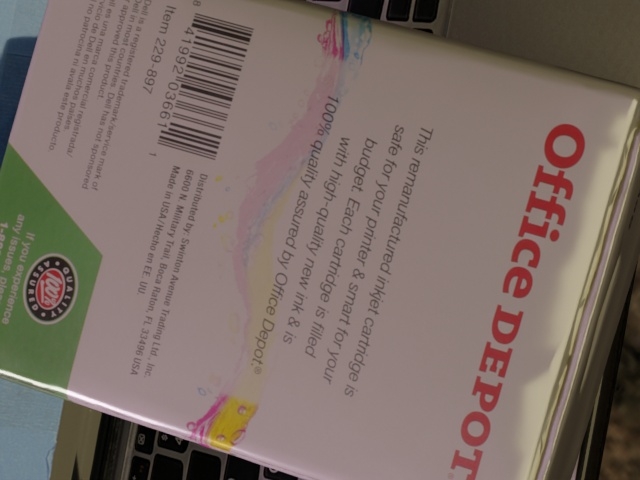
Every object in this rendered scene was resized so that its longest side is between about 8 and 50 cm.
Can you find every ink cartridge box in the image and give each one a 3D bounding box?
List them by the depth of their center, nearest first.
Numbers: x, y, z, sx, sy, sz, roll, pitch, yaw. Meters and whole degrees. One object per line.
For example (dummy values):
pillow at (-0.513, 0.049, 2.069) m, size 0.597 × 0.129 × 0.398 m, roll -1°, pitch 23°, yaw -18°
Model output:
ink cartridge box at (0.000, 0.000, 0.688) m, size 0.212 × 0.093 × 0.154 m, roll 16°, pitch 91°, yaw 17°

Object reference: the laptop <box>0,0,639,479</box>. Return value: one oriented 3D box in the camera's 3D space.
laptop at (-0.110, 0.006, 0.773) m, size 0.236 × 0.408 × 0.382 m, roll 11°, pitch 89°, yaw -47°
